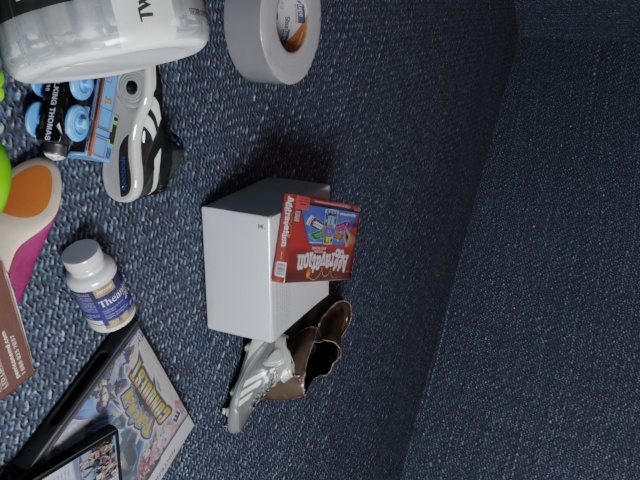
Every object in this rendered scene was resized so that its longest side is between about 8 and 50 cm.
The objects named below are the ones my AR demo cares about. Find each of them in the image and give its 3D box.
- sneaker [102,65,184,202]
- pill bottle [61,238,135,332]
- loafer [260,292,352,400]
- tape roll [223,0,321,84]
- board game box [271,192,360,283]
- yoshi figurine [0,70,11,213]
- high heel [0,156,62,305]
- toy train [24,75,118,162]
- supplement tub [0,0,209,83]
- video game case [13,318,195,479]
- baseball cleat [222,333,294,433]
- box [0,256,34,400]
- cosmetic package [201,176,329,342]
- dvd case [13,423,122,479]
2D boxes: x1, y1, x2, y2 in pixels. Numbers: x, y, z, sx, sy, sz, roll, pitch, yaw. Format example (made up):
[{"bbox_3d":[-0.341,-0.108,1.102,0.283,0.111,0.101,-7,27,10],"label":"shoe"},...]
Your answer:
[{"bbox_3d":[-0.237,-0.166,1.006,0.121,0.079,0.216,-30,134,-63],"label":"sneaker"},{"bbox_3d":[-0.292,0.058,0.967,0.067,0.067,0.120,-58,147,-40],"label":"pill bottle"},{"bbox_3d":[-0.008,0.235,1.571,0.366,0.130,0.133,-44,137,-52],"label":"loafer"},{"bbox_3d":[-0.077,-0.380,1.265,0.219,0.072,0.219,-33,127,-58],"label":"tape roll"},{"bbox_3d":[0.000,0.000,1.298,0.281,0.027,0.145,3,97,-66],"label":"board game box"},{"bbox_3d":[-0.323,-0.140,0.576,0.204,0.203,0.362,4,81,-46],"label":"yoshi figurine"},{"bbox_3d":[-0.356,0.023,0.842,0.117,0.082,0.244,123,-23,-57],"label":"high heel"},{"bbox_3d":[-0.289,-0.182,0.882,0.105,0.080,0.184,17,81,-74],"label":"toy train"},{"bbox_3d":[-0.241,-0.336,0.715,0.207,0.207,0.337,-29,110,-60],"label":"supplement tub"},{"bbox_3d":[-0.297,0.294,1.083,0.248,0.035,0.274,-59,148,-38],"label":"video game case"},{"bbox_3d":[-0.111,0.270,1.387,0.072,0.110,0.205,36,68,-79],"label":"baseball cleat"},{"bbox_3d":[-0.430,0.138,0.552,0.381,0.191,0.143,-43,137,-52],"label":"box"},{"bbox_3d":[-0.091,0.025,1.305,0.225,0.138,0.224,-35,130,-60],"label":"cosmetic package"},{"bbox_3d":[-0.356,0.366,0.936,0.253,0.022,0.180,-26,126,-48],"label":"dvd case"}]
